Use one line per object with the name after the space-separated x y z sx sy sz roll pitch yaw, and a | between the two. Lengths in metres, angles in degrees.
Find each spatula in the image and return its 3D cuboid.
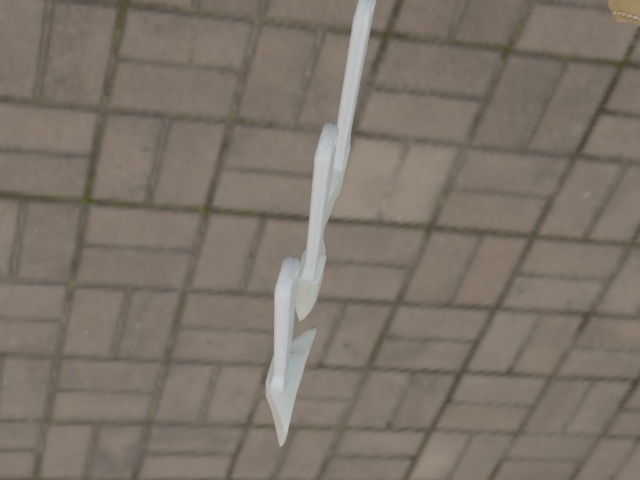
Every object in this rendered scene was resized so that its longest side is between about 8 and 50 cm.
0.000 0.000 0.620 0.019 0.168 0.242 16 161 2 | spatula

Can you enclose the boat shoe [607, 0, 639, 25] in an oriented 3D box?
0.157 -0.056 0.424 0.063 0.170 0.059 -9 113 -33 | boat shoe
